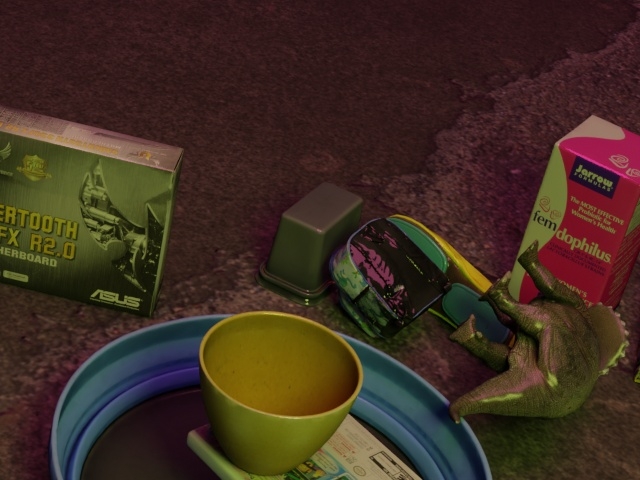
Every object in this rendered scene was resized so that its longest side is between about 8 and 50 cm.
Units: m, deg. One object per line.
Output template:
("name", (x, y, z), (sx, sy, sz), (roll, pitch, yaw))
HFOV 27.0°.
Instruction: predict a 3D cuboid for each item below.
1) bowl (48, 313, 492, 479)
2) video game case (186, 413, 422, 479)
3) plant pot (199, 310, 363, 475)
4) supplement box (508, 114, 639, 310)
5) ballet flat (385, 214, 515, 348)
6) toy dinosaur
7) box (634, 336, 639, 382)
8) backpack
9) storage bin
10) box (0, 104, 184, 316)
("bowl", (-0.046, 0.211, 1.179), (0.391, 0.077, 0.391), (10, 32, -6))
("video game case", (-0.011, 0.191, 1.133), (0.143, 0.019, 0.157), (-18, 45, -40))
("plant pot", (-0.040, 0.136, 1.098), (0.134, 0.095, 0.134), (9, 33, -6))
("supplement box", (0.306, -0.014, 1.524), (0.111, 0.220, 0.114), (28, 34, 23))
("ballet flat", (0.153, 0.054, 1.516), (0.077, 0.077, 0.231), (9, 28, -50))
("toy dinosaur", (0.222, 0.106, 1.314), (0.160, 0.121, 0.313), (42, 27, 4))
("box", (0.401, 0.102, 1.531), (0.054, 0.059, 0.169), (20, 33, 6))
("backpack", (0.066, 0.043, 1.457), (0.114, 0.084, 0.105), (51, 46, 6))
("storage bin", (0.000, 0.000, 1.512), (0.098, 0.091, 0.135), (25, 35, 18))
("box", (-0.267, -0.032, 1.376), (0.231, 0.183, 0.056), (14, 32, -1))
